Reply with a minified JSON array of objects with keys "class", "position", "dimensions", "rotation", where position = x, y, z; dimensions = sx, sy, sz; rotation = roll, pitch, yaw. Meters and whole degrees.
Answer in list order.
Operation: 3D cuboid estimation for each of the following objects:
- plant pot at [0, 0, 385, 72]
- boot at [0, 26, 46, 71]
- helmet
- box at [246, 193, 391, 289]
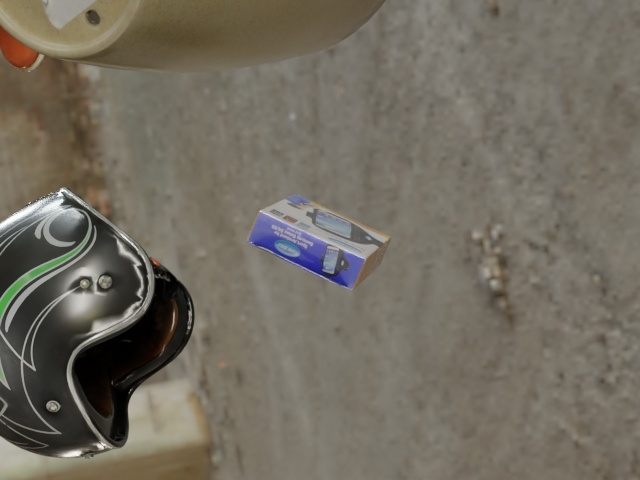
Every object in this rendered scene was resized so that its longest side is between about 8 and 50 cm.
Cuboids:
[{"class":"plant pot","position":[-0.101,-0.215,1.030],"dimensions":[0.274,0.256,0.256],"rotation":[-40,-50,-59]},{"class":"boot","position":[-0.302,-0.232,1.460],"dimensions":[0.084,0.059,0.158],"rotation":[-36,-58,-60]},{"class":"helmet","position":[-0.181,0.063,1.078],"dimensions":[0.169,0.161,0.169],"rotation":[39,175,4]},{"class":"box","position":[0.000,0.000,1.089],"dimensions":[0.136,0.081,0.028],"rotation":[-30,-36,-79]}]
